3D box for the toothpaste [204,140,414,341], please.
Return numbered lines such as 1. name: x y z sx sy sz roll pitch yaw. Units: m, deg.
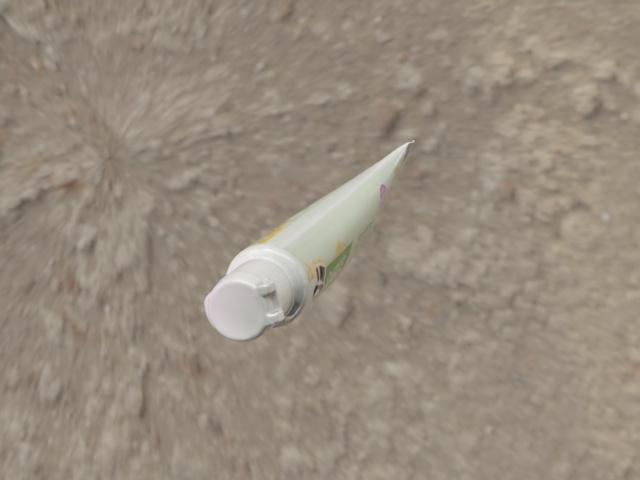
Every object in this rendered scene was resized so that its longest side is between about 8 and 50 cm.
1. toothpaste: 0.000 0.000 1.138 0.058 0.314 0.056 -15 100 22
